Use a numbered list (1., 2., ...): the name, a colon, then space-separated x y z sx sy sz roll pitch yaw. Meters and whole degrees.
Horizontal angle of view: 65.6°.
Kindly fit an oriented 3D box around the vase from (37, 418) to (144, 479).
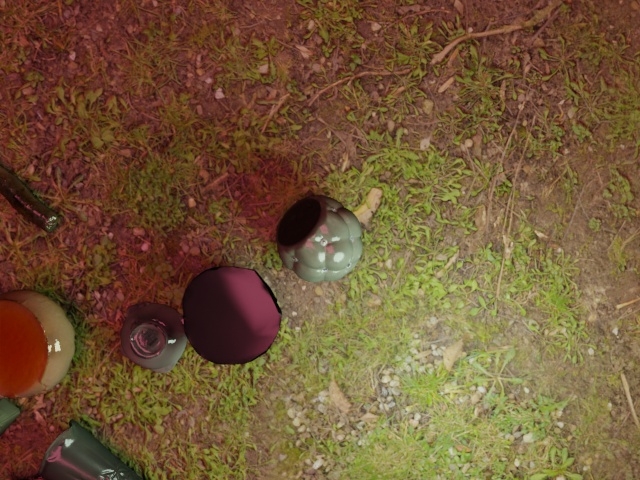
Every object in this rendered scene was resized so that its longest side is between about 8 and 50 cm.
1. vase: -0.643 0.668 1.414 0.301 0.156 0.251 39 116 -9

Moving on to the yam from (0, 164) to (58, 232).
1. yam: -0.878 -0.144 1.417 0.317 0.071 0.067 42 52 -2

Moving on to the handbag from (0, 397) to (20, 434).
1. handbag: -0.961 0.561 1.348 0.079 0.219 0.256 40 87 -5

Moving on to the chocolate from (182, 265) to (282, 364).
1. chocolate: -0.238 0.196 1.399 0.284 0.186 0.283 0 94 6

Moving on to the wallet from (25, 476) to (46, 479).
1. wallet: -0.847 0.792 1.429 0.142 0.045 0.204 -4 99 -13

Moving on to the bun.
1. bun: -0.806 0.282 1.380 0.299 0.165 0.299 1 95 14

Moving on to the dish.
1. dish: -0.477 0.278 1.440 0.246 0.078 0.224 -26 91 -3

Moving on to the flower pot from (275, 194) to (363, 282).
1. flower pot: 0.000 0.000 1.383 0.246 0.246 0.195 -51 125 -1
